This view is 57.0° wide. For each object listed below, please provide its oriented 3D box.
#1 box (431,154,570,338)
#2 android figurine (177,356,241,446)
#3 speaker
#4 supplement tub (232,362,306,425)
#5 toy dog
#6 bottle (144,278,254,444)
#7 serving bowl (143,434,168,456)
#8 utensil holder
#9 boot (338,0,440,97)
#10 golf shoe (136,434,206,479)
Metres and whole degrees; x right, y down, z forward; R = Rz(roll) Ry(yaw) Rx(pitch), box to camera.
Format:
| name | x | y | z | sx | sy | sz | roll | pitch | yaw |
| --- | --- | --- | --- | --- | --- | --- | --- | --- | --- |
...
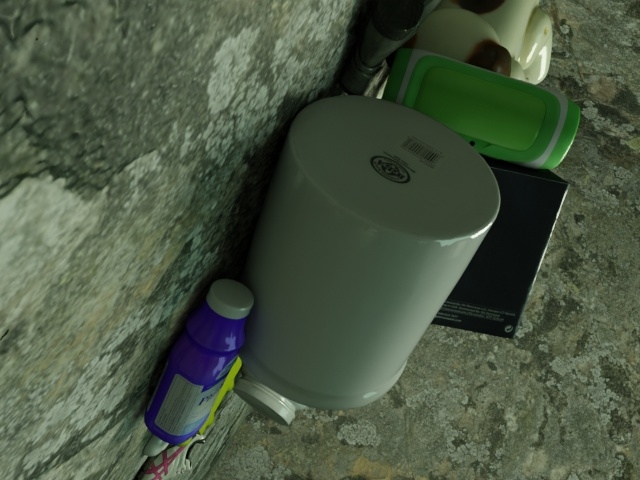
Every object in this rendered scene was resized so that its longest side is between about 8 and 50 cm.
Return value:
| name | x | y | z | sx | sy | sz | roll | pitch | yaw |
| --- | --- | --- | --- | --- | --- | --- | --- | --- | --- |
| box | 0.290 | -0.023 | 1.104 | 0.296 | 0.182 | 0.294 | -86 | -173 | -69 |
| android figurine | -0.216 | 0.277 | 1.143 | 0.248 | 0.056 | 0.273 | -61 | 170 | -27 |
| speaker | 0.248 | -0.210 | 0.946 | 0.131 | 0.296 | 0.131 | 18 | 90 | -88 |
| supplement tub | -0.089 | 0.348 | 1.709 | 0.316 | 0.228 | 0.228 | -56 | 172 | -24 |
| toy dog | 0.299 | -0.378 | 1.141 | 0.408 | 0.284 | 0.395 | -52 | 163 | -39 |
| bottle | -0.182 | 0.185 | 0.904 | 0.283 | 0.092 | 0.118 | -62 | 171 | 27 |
| serving bowl | -0.310 | 0.388 | 1.152 | 0.083 | 0.027 | 0.083 | -56 | 172 | -12 |
| utensil holder | 0.048 | 0.023 | 0.910 | 0.327 | 0.327 | 0.385 | -51 | 168 | -46 |
| boot | 0.110 | -0.334 | 0.896 | 0.246 | 0.083 | 0.161 | -54 | -176 | -33 |
| golf shoe | -0.314 | 0.466 | 1.220 | 0.186 | 0.086 | 0.067 | -56 | 174 | -7 |
